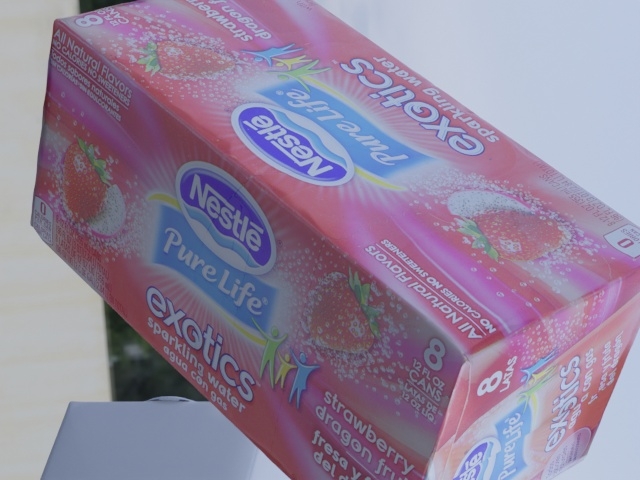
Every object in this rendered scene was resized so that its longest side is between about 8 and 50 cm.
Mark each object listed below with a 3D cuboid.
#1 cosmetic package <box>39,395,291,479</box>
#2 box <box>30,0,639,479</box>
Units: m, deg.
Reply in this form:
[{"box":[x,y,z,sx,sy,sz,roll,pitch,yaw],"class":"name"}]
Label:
[{"box":[-0.148,0.313,1.182,0.366,0.196,0.155,-73,155,-43],"class":"cosmetic package"},{"box":[0.000,0.000,0.746,0.300,0.154,0.142,40,-46,32],"class":"box"}]
